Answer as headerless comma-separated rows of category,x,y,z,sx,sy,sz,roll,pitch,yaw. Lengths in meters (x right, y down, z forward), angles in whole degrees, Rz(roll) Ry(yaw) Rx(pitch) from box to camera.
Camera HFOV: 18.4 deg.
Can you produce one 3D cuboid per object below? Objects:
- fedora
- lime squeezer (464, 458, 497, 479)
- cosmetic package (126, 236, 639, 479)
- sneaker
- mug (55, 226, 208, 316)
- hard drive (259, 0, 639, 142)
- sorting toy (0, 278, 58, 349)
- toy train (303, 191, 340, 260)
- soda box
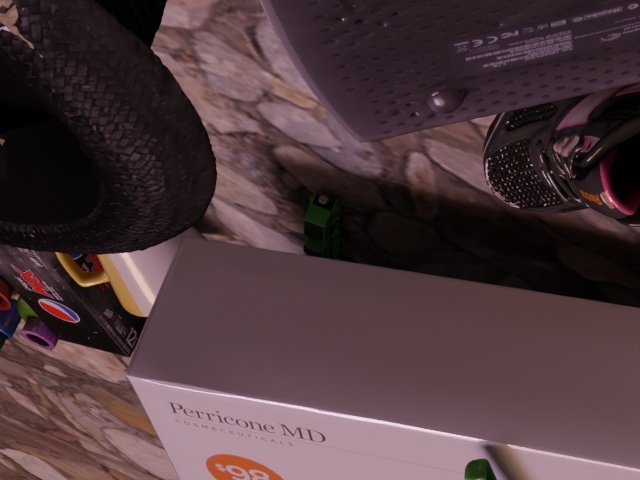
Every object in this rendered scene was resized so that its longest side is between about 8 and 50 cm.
fedora,-0.169,-0.129,0.775,0.334,0.152,0.334,24,159,10
lime squeezer,0.171,0.207,0.960,0.310,0.059,0.110,30,148,-15
cosmetic package,0.117,0.137,1.030,0.377,0.097,0.284,9,146,19
sneaker,0.118,-0.039,0.775,0.072,0.077,0.178,51,147,-11
mug,-0.108,0.005,1.127,0.064,0.078,0.062,58,177,-41
hard drive,0.065,-0.102,0.607,0.172,0.054,0.254,-13,164,6
sorting toy,-0.220,0.057,1.387,0.102,0.042,0.061,26,158,-6
toy train,0.000,0.000,1.066,0.017,0.023,0.083,20,157,9
soda box,-0.160,0.006,1.199,0.060,0.053,0.169,13,155,27
